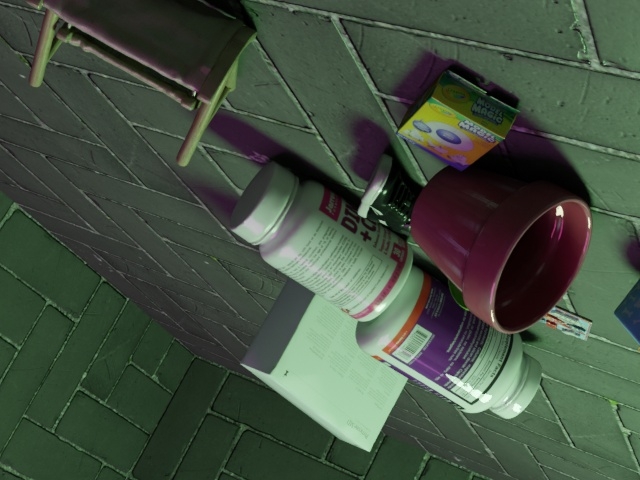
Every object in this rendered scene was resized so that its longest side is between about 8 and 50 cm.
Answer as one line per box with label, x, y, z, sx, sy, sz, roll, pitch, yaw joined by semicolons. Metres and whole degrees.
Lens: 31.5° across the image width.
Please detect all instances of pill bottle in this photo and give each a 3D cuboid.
pill bottle;0.236;0.191;2.057;0.323;0.182;0.181;32;163;-14
pill bottle;0.000;0.000;1.893;0.283;0.160;0.160;33;163;-18

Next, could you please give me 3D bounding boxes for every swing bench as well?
swing bench;-0.235;-0.259;1.497;0.253;0.165;0.255;30;158;-4

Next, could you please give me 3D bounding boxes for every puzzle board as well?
puzzle board;0.393;0.130;1.920;0.128;0.011;0.096;23;163;16

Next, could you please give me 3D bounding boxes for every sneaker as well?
sneaker;0.126;-0.061;1.674;0.121;0.079;0.217;24;172;2

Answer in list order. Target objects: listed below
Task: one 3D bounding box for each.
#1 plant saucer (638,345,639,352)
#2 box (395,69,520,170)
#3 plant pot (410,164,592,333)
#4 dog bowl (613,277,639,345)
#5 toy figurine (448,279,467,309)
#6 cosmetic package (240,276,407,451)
plant saucer;0.552;0.185;1.823;0.083;0.013;0.083;26;163;9
box;0.168;-0.146;1.392;0.105;0.043;0.179;29;162;-5
plant pot;0.224;-0.007;1.491;0.180;0.201;0.201;35;171;36
dog bowl;0.494;0.167;1.497;0.166;0.074;0.297;39;-166;-43
toy figurine;0.300;0.041;1.657;0.159;0.173;0.130;17;-144;-37
cosmetic package;0.041;0.214;2.259;0.097;0.284;0.377;13;157;42
